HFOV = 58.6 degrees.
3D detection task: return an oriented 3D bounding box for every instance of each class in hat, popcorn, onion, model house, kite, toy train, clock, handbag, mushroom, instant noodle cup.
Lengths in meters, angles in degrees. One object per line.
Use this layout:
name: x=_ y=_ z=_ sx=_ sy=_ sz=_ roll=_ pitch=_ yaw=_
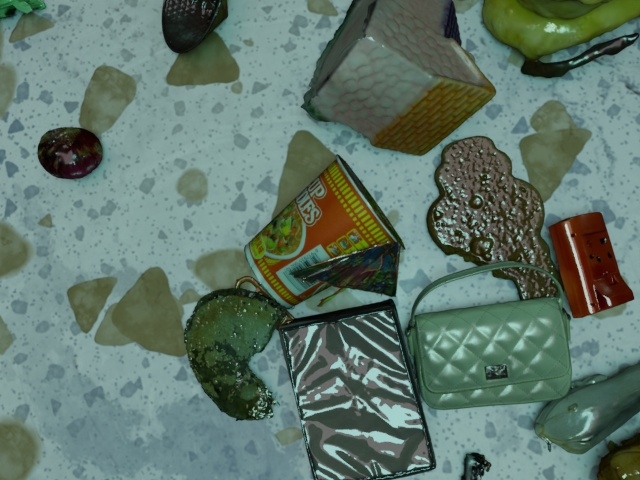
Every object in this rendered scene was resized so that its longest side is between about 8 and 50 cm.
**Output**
hat: x=-0.200 y=-0.418 z=1.018 sx=0.193 sy=0.082 sz=0.193 roll=-6 pitch=81 yaw=42
popcorn: x=0.397 y=-0.433 z=0.860 sx=0.348 sy=0.349 sz=0.382 roll=10 pitch=123 yaw=6
onion: x=-0.440 y=-0.152 z=1.006 sx=0.107 sy=0.097 sz=0.107 roll=3 pitch=56 yaw=-4
model house: x=0.132 y=-0.274 z=0.928 sx=0.237 sy=0.202 sz=0.237 roll=28 pitch=49 yaw=-15
kite: x=0.064 y=0.058 z=0.875 sx=0.183 sy=0.241 sz=0.014 roll=-40 pitch=53 yaw=28
toy train: x=-0.602 y=-0.445 z=1.052 sx=0.149 sy=0.099 sz=0.081 roll=-14 pitch=117 yaw=9
clock: x=0.429 y=0.034 z=0.897 sx=0.113 sy=0.061 sz=0.155 roll=-9 pitch=80 yaw=-34
handbag: x=0.262 y=0.146 z=0.890 sx=0.255 sy=0.079 sz=0.220 roll=-8 pitch=100 yaw=5
mushroom: x=0.462 y=0.248 z=0.879 sx=0.277 sy=0.099 sz=0.096 roll=-26 pitch=101 yaw=-1
instant noodle cup: x=0.000 y=0.000 z=0.914 sx=0.212 sy=0.193 sz=0.193 roll=-36 pitch=82 yaw=10

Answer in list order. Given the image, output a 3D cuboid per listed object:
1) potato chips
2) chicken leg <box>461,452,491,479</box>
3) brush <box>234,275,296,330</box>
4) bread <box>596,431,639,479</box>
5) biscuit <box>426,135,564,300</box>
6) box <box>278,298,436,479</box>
potato chips: x=-0.140 y=0.189 z=0.953 sx=0.201 sy=0.029 sz=0.220 roll=-6 pitch=87 yaw=20
chicken leg: x=0.202 y=0.458 z=0.906 sx=0.105 sy=0.051 sz=0.253 roll=37 pitch=86 yaw=13
brush: x=-0.029 y=0.170 z=0.972 sx=0.314 sy=0.017 sz=0.090 roll=40 pitch=86 yaw=8
bread: x=0.599 y=0.316 z=0.827 sx=0.380 sy=0.109 sz=0.185 roll=-20 pitch=46 yaw=-10
biscuit: x=0.291 y=-0.019 z=0.946 sx=0.183 sy=0.047 sz=0.320 roll=-39 pitch=83 yaw=4
box: x=0.057 y=0.228 z=0.874 sx=0.188 sy=0.153 sz=0.253 roll=-12 pitch=82 yaw=3
